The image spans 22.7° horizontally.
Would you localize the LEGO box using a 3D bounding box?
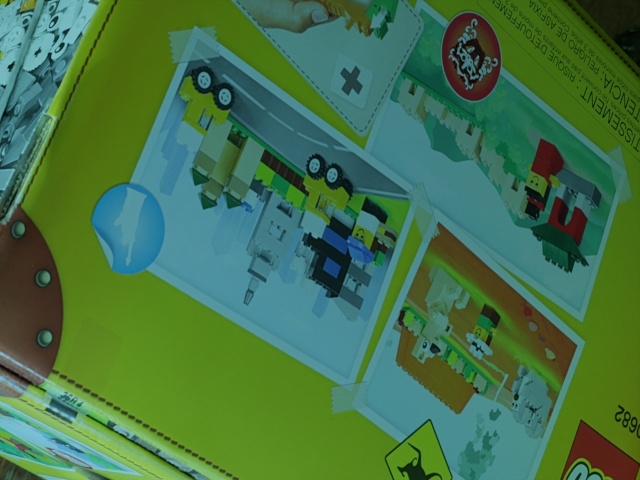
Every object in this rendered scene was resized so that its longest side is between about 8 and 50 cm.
[{"bbox_3d":[0.000,0.000,0.925,0.193,0.500,0.372,0,60,48],"label":"LEGO box"}]
